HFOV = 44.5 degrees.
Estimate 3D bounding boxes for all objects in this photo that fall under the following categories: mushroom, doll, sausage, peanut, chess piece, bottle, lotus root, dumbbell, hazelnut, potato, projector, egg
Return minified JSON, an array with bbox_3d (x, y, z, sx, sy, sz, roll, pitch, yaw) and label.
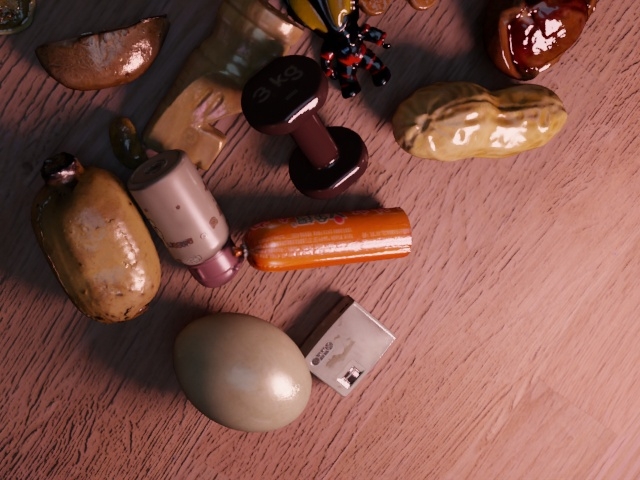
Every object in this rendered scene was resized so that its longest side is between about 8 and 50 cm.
[{"bbox_3d":[-0.327,-0.285,1.206,0.210,0.072,0.094,-14,114,-12],"label":"mushroom"},{"bbox_3d":[0.027,-0.357,1.274,0.127,0.088,0.248,-27,111,-7],"label":"doll"},{"bbox_3d":[0.000,0.000,1.316,0.312,0.093,0.092,-6,103,-23],"label":"sausage"},{"bbox_3d":[0.274,-0.204,1.339,0.306,0.147,0.146,-1,102,-16],"label":"peanut"},{"bbox_3d":[-0.164,-0.253,1.242,0.137,0.137,0.301,33,105,-19],"label":"chess piece"},{"bbox_3d":[-0.210,-0.026,1.266,0.110,0.110,0.233,-31,121,-6],"label":"bottle"},{"bbox_3d":[-0.354,-0.004,1.225,0.160,0.146,0.284,-33,116,-26],"label":"lotus root"},{"bbox_3d":[-0.021,-0.174,1.233,0.140,0.124,0.225,-38,142,-2],"label":"dumbbell"},{"bbox_3d":[0.364,-0.369,1.320,0.170,0.160,0.201,20,91,-19],"label":"hazelnut"},{"bbox_3d":[-0.311,-0.153,1.253,0.046,0.045,0.092,-34,114,-34],"label":"potato"},{"bbox_3d":[0.045,0.189,1.410,0.115,0.061,0.147,41,90,-17],"label":"projector"},{"bbox_3d":[-0.130,0.219,1.305,0.253,0.186,0.186,32,93,-22],"label":"egg"}]

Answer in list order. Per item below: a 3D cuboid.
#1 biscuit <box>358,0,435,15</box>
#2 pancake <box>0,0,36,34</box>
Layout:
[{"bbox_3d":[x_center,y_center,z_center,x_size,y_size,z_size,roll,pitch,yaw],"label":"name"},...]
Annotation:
[{"bbox_3d":[0.111,-0.524,1.282,0.186,0.044,0.295,-9,106,-15],"label":"biscuit"},{"bbox_3d":[-0.482,-0.361,1.178,0.108,0.017,0.108,-3,107,-12],"label":"pancake"}]
